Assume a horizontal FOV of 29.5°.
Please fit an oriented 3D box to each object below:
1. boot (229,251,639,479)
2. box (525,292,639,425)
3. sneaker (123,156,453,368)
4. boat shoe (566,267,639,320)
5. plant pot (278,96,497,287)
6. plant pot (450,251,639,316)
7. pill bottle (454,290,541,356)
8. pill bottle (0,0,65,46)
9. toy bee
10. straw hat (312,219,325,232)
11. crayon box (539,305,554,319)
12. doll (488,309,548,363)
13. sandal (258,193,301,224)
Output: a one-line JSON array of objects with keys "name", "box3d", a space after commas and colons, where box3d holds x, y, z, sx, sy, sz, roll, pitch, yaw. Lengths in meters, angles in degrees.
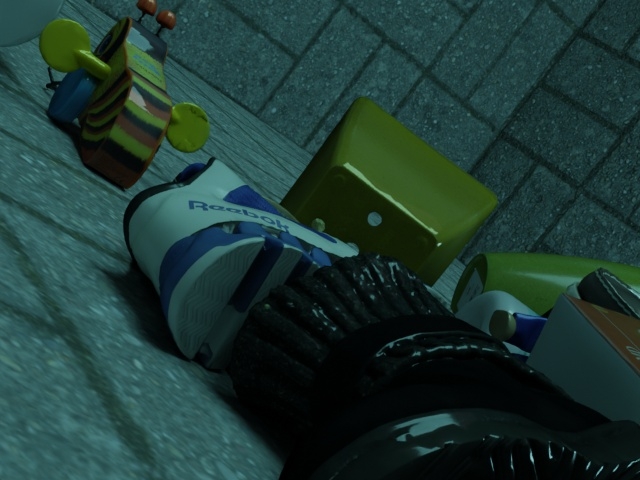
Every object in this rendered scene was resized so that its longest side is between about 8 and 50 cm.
[{"name": "boot", "box3d": [0.030, 0.100, 0.707, 0.260, 0.131, 0.348, 35, 11, 35]}, {"name": "box", "box3d": [0.348, 0.203, 1.017, 0.345, 0.168, 0.215, 18, 16, -17]}, {"name": "sneaker", "box3d": [-0.036, 0.021, 0.944, 0.315, 0.127, 0.182, 27, 14, -50]}, {"name": "boat shoe", "box3d": [0.394, 0.136, 1.238, 0.324, 0.096, 0.117, 46, 26, 16]}, {"name": "plant pot", "box3d": [0.053, -0.010, 1.396, 0.212, 0.212, 0.187, 37, 19, 1]}, {"name": "plant pot", "box3d": [0.361, 0.130, 1.894, 0.294, 0.274, 0.275, 21, 10, -12]}, {"name": "pill bottle", "box3d": [0.233, 0.177, 1.206, 0.264, 0.146, 0.146, 37, 6, -11]}, {"name": "pill bottle", "box3d": [-0.365, -0.307, 1.326, 0.169, 0.169, 0.301, 34, 7, -29]}, {"name": "toy bee", "box3d": [-0.213, -0.179, 1.272, 0.195, 0.162, 0.298, 28, 12, -50]}, {"name": "straw hat", "box3d": [0.000, 0.000, 1.594, 0.144, 0.061, 0.144, 37, 7, -5]}, {"name": "crayon box", "box3d": [0.306, 0.187, 1.446, 0.202, 0.081, 0.318, 38, -12, 5]}, {"name": "doll", "box3d": [0.236, 0.125, 1.109, 0.189, 0.129, 0.046, 18, 2, -15]}, {"name": "sandal", "box3d": [-0.020, 0.036, 1.100, 0.240, 0.088, 0.079, 39, -2, -32]}]
